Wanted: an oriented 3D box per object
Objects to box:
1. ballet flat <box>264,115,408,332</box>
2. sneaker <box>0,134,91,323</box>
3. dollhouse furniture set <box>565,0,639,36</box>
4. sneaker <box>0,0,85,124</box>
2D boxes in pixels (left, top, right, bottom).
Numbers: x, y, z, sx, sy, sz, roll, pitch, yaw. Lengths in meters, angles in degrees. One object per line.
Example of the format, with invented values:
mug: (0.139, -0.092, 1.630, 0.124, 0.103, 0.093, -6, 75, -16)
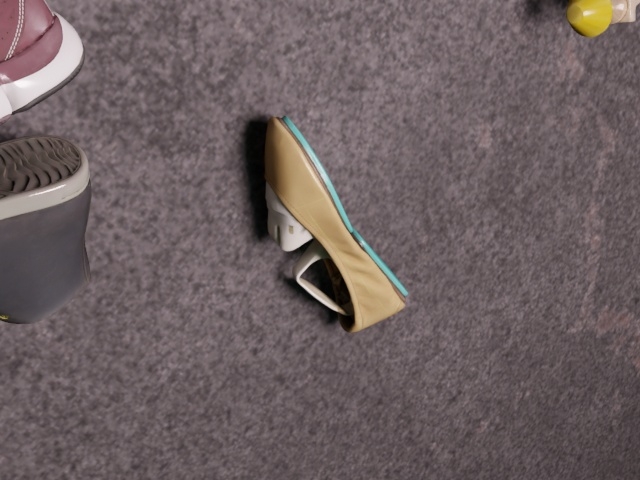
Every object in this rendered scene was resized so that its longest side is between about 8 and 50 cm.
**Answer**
ballet flat: (0.000, 0.000, 0.794, 0.073, 0.080, 0.232, -36, 128, 0)
sneaker: (-0.251, 0.016, 0.608, 0.222, 0.083, 0.118, -14, 133, -21)
dollhouse furniture set: (0.278, -0.303, 0.706, 0.198, 0.286, 0.303, -16, 109, -39)
sneaker: (-0.264, -0.103, 0.510, 0.281, 0.106, 0.162, -51, 126, -44)
